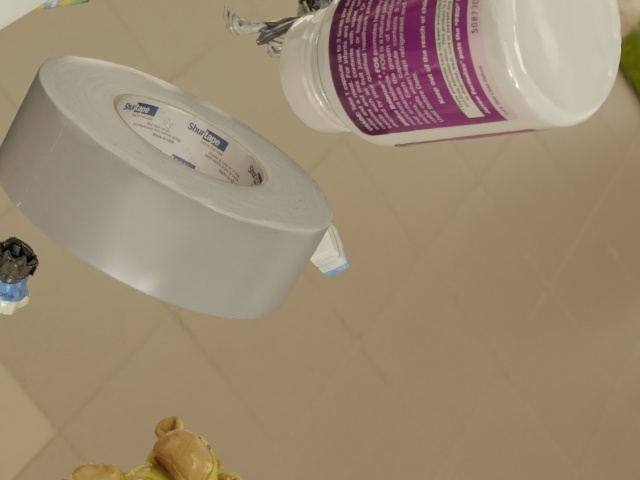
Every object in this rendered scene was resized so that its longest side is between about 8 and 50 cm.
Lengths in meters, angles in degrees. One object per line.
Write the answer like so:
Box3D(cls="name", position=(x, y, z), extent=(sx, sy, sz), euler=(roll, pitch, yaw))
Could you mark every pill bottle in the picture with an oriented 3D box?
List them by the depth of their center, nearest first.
Box3D(cls="pill bottle", position=(0.105, -0.173, 1.090), extent=(0.169, 0.302, 0.169), euler=(1, 88, -43))

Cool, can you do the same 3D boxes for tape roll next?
Box3D(cls="tape roll", position=(-0.102, -0.039, 0.806), extent=(0.219, 0.072, 0.219), euler=(28, 17, -10))

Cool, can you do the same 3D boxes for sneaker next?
Box3D(cls="sneaker", position=(-0.382, 0.037, 1.486), extent=(0.058, 0.152, 0.084), euler=(21, 94, -7))

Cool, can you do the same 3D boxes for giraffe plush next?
Box3D(cls="giraffe plush", position=(-0.184, 0.292, 1.395), extent=(0.170, 0.210, 0.181), euler=(-37, 96, -25))

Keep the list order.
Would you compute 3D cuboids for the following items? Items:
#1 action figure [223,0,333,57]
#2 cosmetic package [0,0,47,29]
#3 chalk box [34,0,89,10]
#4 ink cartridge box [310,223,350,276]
Box3D(cls="action figure", position=(-0.049, -0.304, 1.431), extent=(0.164, 0.141, 0.275), euler=(-97, 174, -58))
Box3D(cls="cosmetic package", position=(-0.287, -0.233, 0.976), extent=(0.377, 0.284, 0.097), euler=(-44, 121, -37))
Box3D(cls="chalk box", position=(-0.402, -0.401, 1.620), extent=(0.132, 0.132, 0.213), euler=(49, 36, 13))
Box3D(cls="ink cartridge box", position=(0.000, 0.000, 1.196), extent=(0.083, 0.028, 0.048), euler=(46, 21, -66))
